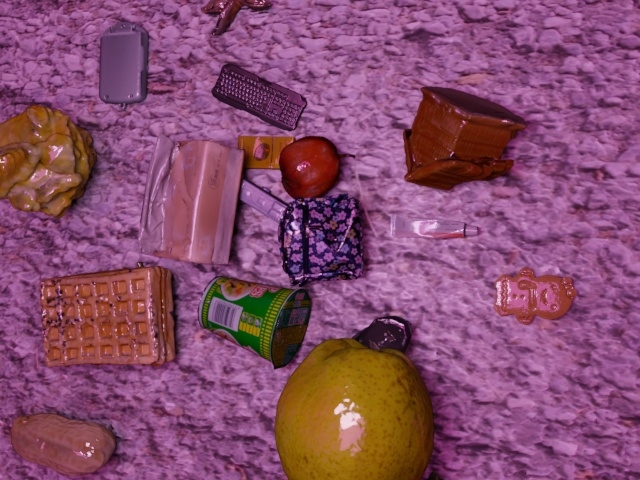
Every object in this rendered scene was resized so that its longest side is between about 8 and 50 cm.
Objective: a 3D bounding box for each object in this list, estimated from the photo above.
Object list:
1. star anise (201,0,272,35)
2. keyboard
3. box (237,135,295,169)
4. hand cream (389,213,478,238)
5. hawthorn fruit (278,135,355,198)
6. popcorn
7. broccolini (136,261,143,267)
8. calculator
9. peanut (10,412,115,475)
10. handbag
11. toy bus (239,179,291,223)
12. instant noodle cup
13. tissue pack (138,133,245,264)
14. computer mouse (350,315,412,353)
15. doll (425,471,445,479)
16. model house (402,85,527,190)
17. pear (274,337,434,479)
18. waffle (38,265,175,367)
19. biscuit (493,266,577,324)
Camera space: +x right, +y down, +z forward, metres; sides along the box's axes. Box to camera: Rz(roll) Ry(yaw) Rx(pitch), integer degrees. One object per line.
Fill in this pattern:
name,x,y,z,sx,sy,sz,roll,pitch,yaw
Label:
star anise,-0.222,-0.654,1.756,0.208,0.063,0.171,-22,78,15
keyboard,-0.165,-0.381,1.748,0.262,0.016,0.106,27,94,14
box,-0.144,-0.230,1.733,0.155,0.023,0.086,3,91,14
hand cream,0.277,-0.027,1.616,0.216,0.038,0.052,5,64,20
hawthorn fruit,-0.008,-0.186,1.634,0.194,0.157,0.157,-18,83,5
popcorn,-0.739,-0.202,1.739,0.312,0.312,0.312,-1,87,14
broccolini,-0.469,0.120,1.797,0.035,0.030,0.139,-20,78,6
calculator,-0.549,-0.485,1.833,0.141,0.045,0.246,0,87,14
peanut,-0.699,0.548,1.774,0.313,0.152,0.152,8,89,14
handbag,0.000,0.000,1.614,0.208,0.127,0.228,-2,100,-4
toy bus,-0.128,-0.091,1.695,0.191,0.075,0.064,31,94,14
instant noodle cup,-0.173,0.189,1.641,0.233,0.207,0.207,15,91,20
tissue pack,-0.346,-0.102,1.649,0.239,0.238,0.305,8,89,14
computer mouse,0.146,0.251,1.618,0.192,0.062,0.105,-40,81,20
doll,0.295,0.599,1.576,0.113,0.076,0.078,16,119,-14
model house,0.323,-0.223,1.556,0.219,0.200,0.229,56,133,48
pear,0.081,0.399,1.467,0.391,0.391,0.390,-1,87,14
waffle,-0.568,0.210,1.754,0.376,0.114,0.260,-6,89,20
biscuit,0.501,0.135,1.554,0.184,0.027,0.133,14,89,14
